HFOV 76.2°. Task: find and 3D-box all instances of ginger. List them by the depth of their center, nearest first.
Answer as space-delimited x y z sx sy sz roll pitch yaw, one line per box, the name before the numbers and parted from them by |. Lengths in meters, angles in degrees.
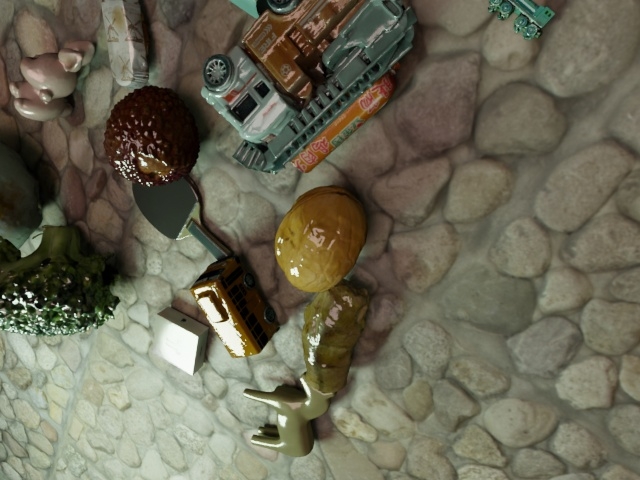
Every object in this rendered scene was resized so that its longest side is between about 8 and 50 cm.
ginger | 0.021 0.190 0.821 0.109 0.116 0.263 49 137 50

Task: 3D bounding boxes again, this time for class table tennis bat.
table tennis bat | -0.315 -0.061 0.924 0.301 0.022 0.173 42 119 6

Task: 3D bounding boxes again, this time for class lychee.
lychee | -0.328 -0.205 0.796 0.187 0.188 0.189 8 112 21

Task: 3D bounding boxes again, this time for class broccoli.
broccoli | -0.663 0.100 1.039 0.292 0.348 0.281 -3 74 -14

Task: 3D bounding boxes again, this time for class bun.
bun | -0.873 -0.120 1.047 0.361 0.211 0.363 10 113 24

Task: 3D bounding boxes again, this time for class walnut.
walnut | 0.000 0.000 0.727 0.159 0.159 0.207 36 123 9

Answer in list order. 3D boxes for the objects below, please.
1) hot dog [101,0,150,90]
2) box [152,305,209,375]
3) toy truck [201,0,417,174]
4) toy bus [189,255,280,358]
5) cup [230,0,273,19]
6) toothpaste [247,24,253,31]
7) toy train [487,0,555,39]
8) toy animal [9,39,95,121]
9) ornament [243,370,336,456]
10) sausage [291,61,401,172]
hot dog | -0.387 -0.404 0.816 0.098 0.053 0.192 3 107 22
box | -0.356 0.255 1.042 0.129 0.051 0.130 23 117 15
toy truck | -0.032 -0.252 0.617 0.338 0.133 0.185 -42 78 18
toy bus | -0.188 0.146 0.884 0.098 0.114 0.201 -18 108 30
cup | -0.161 -0.465 0.643 0.235 0.134 0.148 40 92 1
toothpaste | -0.081 -0.272 0.735 0.061 0.037 0.217 -12 108 24
toy train | 0.274 -0.318 0.562 0.092 0.029 0.045 44 112 5
toy animal | -0.583 -0.366 0.885 0.124 0.124 0.212 47 114 2
ornament | -0.067 0.403 0.961 0.244 0.061 0.231 0 107 25
sausage | 0.038 -0.210 0.680 0.234 0.071 0.071 -38 91 29
